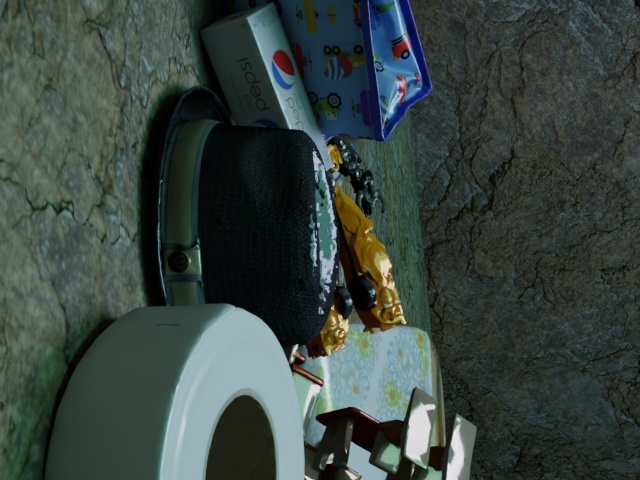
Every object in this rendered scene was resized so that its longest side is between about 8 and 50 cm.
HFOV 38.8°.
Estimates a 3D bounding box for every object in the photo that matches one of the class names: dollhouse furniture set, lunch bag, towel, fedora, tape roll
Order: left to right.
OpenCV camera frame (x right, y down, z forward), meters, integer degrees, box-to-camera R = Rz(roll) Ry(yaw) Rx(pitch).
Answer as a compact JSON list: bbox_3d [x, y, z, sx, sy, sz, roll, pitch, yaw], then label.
[{"bbox_3d":[-0.107,0.199,0.766,0.286,0.100,0.286,-4,90,-70],"label":"tape roll"},{"bbox_3d":[-0.064,-0.003,0.982,0.334,0.152,0.334,-3,90,-79],"label":"fedora"},{"bbox_3d":[-0.014,-0.285,1.104,0.138,0.221,0.293,-49,136,-37],"label":"lunch bag"},{"bbox_3d":[0.031,0.231,1.166,0.259,0.262,0.135,36,53,-26],"label":"dollhouse furniture set"},{"bbox_3d":[0.070,0.295,1.454,0.374,0.090,0.321,10,72,-53],"label":"towel"}]

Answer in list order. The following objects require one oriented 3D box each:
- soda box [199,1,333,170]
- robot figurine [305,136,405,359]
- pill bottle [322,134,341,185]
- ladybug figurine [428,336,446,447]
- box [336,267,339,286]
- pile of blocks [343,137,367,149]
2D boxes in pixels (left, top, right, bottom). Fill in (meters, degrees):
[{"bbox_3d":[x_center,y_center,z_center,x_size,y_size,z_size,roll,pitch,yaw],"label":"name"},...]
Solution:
[{"bbox_3d":[-0.062,-0.167,1.092,0.069,0.073,0.216,-48,123,-51],"label":"soda box"},{"bbox_3d":[0.000,0.000,1.223,0.211,0.085,0.291,-18,87,-33],"label":"robot figurine"},{"bbox_3d":[-0.025,-0.150,1.342,0.094,0.094,0.169,-73,157,-59],"label":"pill bottle"},{"bbox_3d":[0.197,0.419,2.080,0.305,0.161,0.450,-36,123,-75],"label":"ladybug figurine"},{"bbox_3d":[-0.024,0.040,1.379,0.244,0.060,0.101,52,37,-70],"label":"box"},{"bbox_3d":[0.081,-0.248,1.829,0.362,0.112,0.149,-77,160,-52],"label":"pile of blocks"}]
